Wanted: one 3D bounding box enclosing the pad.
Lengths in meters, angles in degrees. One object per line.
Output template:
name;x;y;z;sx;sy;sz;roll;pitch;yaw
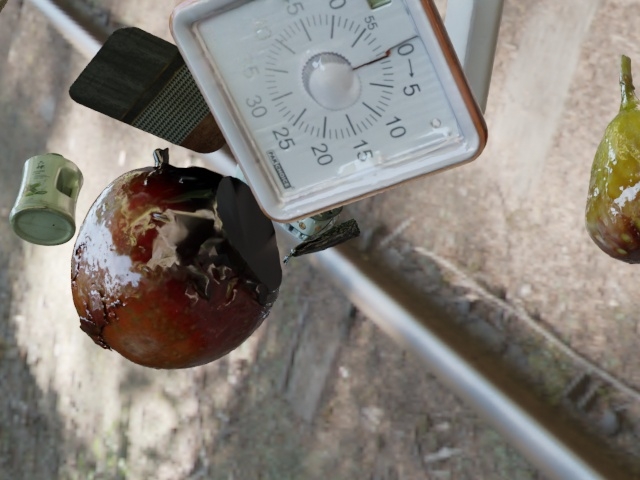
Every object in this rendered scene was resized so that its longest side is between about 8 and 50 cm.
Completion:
pad;-0.254;-0.141;1.634;0.323;0.250;0.055;-55;37;21

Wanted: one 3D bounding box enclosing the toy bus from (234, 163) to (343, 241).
toy bus;-0.055;-0.075;1.904;0.194;0.087;0.089;38;132;21

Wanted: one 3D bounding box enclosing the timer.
timer;0.024;-0.178;1.172;0.250;0.161;0.257;-12;114;37

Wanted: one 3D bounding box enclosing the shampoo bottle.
shampoo bottle;-0.502;-0.092;2.136;0.234;0.118;0.087;-97;20;-54

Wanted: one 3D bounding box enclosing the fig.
fig;0.357;-0.100;1.256;0.159;0.159;0.257;-41;44;47

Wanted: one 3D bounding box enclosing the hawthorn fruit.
hawthorn fruit;-0.198;0.039;1.614;0.316;0.316;0.315;-21;64;55

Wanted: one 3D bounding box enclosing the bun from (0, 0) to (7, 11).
bun;-0.410;-0.236;1.183;0.231;0.133;0.231;-48;17;20

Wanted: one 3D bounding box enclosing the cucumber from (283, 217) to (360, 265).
cucumber;0.000;0.000;2.168;0.039;0.163;0.043;47;148;45

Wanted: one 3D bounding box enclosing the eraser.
eraser;0.265;-0.370;2.033;0.174;0.095;0.270;-95;9;-55
